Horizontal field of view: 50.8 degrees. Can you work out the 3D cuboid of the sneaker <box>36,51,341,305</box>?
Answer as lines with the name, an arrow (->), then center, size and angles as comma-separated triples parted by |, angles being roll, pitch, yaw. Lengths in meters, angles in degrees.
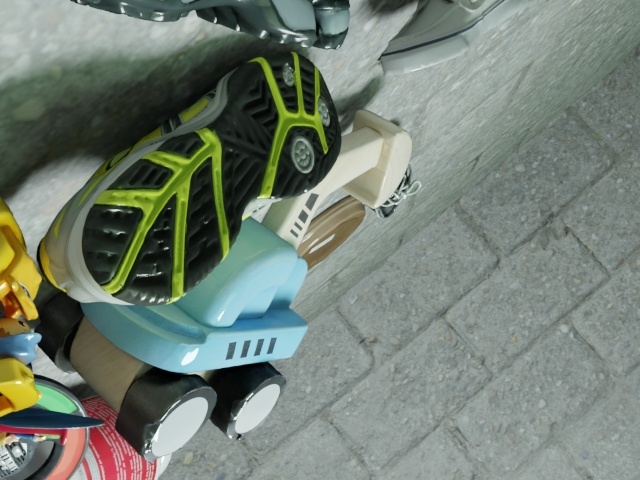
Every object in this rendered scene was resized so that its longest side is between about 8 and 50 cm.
sneaker -> -0.112, -0.076, 0.649 | 0.147, 0.145, 0.384 | -7, -157, 37

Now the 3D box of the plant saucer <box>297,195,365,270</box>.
plant saucer -> 0.000, 0.000, 1.516 | 0.277, 0.041, 0.278 | -38, 169, -9

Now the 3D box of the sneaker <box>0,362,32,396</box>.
sneaker -> -0.348, 0.119, 0.695 | 0.090, 0.081, 0.232 | -33, 168, -1

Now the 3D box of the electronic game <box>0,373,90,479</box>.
electronic game -> -0.415, 0.270, 0.868 | 0.229, 0.048, 0.230 | -14, 120, -26

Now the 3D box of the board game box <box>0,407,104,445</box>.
board game box -> -0.322, 0.207, 0.731 | 0.168, 0.033, 0.133 | 2, 170, 24

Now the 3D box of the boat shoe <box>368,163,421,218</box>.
boat shoe -> 0.130, -0.115, 1.314 | 0.113, 0.105, 0.306 | -37, 169, -16

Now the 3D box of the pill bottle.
pill bottle -> -0.419, 0.393, 1.157 | 0.229, 0.229, 0.407 | -41, 169, 7

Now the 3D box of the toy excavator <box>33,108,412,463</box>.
toy excavator -> -0.077, 0.015, 0.880 | 0.432, 0.222, 0.445 | 6, 116, -59

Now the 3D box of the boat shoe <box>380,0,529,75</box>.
boat shoe -> 0.157, -0.278, 0.793 | 0.267, 0.088, 0.096 | -37, -154, -28

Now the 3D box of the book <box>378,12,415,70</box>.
book -> 0.146, -0.277, 0.934 | 0.096, 0.035, 0.144 | -43, 171, 36

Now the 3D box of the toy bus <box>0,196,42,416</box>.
toy bus -> -0.283, 0.098, 0.493 | 0.220, 0.211, 0.149 | -36, 167, -27

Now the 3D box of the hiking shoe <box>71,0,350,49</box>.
hiking shoe -> -0.085, -0.191, 0.371 | 0.304, 0.113, 0.132 | -14, 122, -54
